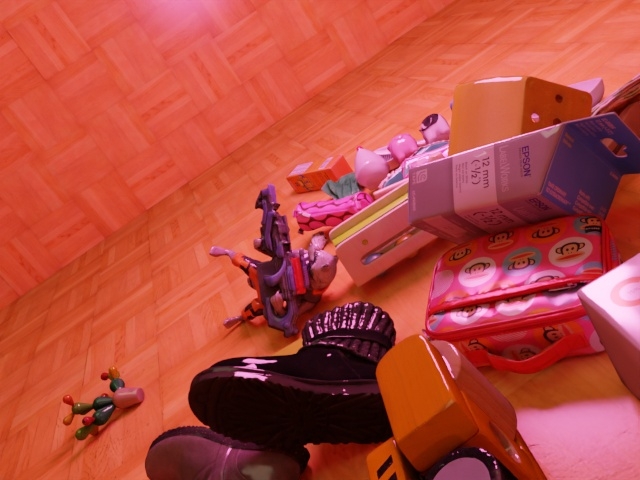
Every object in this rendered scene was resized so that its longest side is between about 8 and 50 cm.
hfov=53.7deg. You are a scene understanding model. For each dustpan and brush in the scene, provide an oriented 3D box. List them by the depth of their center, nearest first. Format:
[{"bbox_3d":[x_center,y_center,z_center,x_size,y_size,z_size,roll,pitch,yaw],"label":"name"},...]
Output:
[{"bbox_3d":[0.226,-0.254,1.836,0.211,0.060,0.147,-6,28,15],"label":"dustpan and brush"}]

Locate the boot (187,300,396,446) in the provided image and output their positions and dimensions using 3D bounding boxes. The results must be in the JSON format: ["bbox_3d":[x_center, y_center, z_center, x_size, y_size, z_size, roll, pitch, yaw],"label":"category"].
[{"bbox_3d":[-0.030,0.203,1.038,0.348,0.131,0.260,8,27,-9],"label":"boot"}]

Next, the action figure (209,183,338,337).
[{"bbox_3d":[-0.102,0.051,1.466,0.330,0.341,0.178,-7,-7,35],"label":"action figure"}]

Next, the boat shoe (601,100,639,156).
[{"bbox_3d":[0.567,-0.198,1.252,0.227,0.079,0.081,-46,30,-20],"label":"boat shoe"}]

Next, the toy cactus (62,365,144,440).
[{"bbox_3d":[-0.512,0.378,1.523,0.180,0.112,0.219,-15,18,16],"label":"toy cactus"}]

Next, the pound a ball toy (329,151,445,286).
[{"bbox_3d":[0.183,-0.044,1.387,0.319,0.136,0.208,-32,18,4],"label":"pound a ball toy"}]

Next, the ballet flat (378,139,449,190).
[{"bbox_3d":[0.251,-0.184,1.650,0.241,0.091,0.077,-31,-1,-4],"label":"ballet flat"}]

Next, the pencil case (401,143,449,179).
[{"bbox_3d":[0.336,-0.196,1.506,0.284,0.124,0.124,-24,25,24],"label":"pencil case"}]

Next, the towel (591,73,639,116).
[{"bbox_3d":[0.612,-0.286,1.308,0.325,0.038,0.248,-36,-6,-2],"label":"towel"}]

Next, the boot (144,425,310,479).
[{"bbox_3d":[-0.191,0.411,0.986,0.338,0.118,0.223,-17,29,32],"label":"boot"}]

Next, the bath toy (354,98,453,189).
[{"bbox_3d":[0.243,-0.263,1.723,0.348,0.151,0.129,-28,60,5],"label":"bath toy"}]

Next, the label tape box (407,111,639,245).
[{"bbox_3d":[0.358,-0.076,1.055,0.347,0.249,0.115,-11,69,41],"label":"label tape box"}]

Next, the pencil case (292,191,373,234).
[{"bbox_3d":[0.034,-0.074,1.661,0.209,0.098,0.095,-10,69,31],"label":"pencil case"}]

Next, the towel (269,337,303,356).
[{"bbox_3d":[-0.067,0.253,1.270,0.237,0.021,0.102,-31,28,5],"label":"towel"}]

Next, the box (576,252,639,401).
[{"bbox_3d":[0.457,0.132,0.622,0.215,0.168,0.345,-31,23,6],"label":"box"}]

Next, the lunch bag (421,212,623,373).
[{"bbox_3d":[0.309,0.095,0.972,0.293,0.120,0.258,-18,32,32],"label":"lunch bag"}]

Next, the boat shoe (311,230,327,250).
[{"bbox_3d":[0.000,0.000,1.668,0.035,0.035,0.100,-32,16,11],"label":"boat shoe"}]

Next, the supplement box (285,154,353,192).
[{"bbox_3d":[-0.006,-0.212,2.045,0.233,0.078,0.080,-4,40,51],"label":"supplement box"}]

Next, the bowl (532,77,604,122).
[{"bbox_3d":[0.585,-0.314,1.481,0.142,0.053,0.142,-40,17,-20],"label":"bowl"}]

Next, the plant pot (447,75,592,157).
[{"bbox_3d":[0.379,-0.194,1.173,0.187,0.212,0.212,167,111,-70],"label":"plant pot"}]

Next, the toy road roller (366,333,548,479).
[{"bbox_3d":[0.124,0.294,0.711,0.240,0.202,0.329,-40,22,14],"label":"toy road roller"}]

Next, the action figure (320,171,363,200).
[{"bbox_3d":[0.079,-0.135,1.793,0.137,0.063,0.232,-29,19,5],"label":"action figure"}]
